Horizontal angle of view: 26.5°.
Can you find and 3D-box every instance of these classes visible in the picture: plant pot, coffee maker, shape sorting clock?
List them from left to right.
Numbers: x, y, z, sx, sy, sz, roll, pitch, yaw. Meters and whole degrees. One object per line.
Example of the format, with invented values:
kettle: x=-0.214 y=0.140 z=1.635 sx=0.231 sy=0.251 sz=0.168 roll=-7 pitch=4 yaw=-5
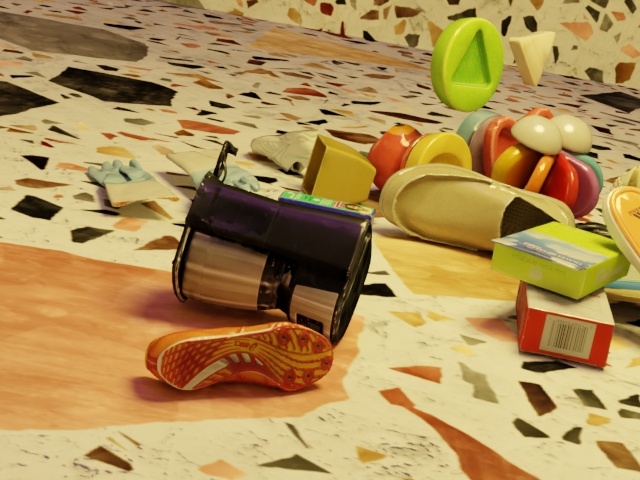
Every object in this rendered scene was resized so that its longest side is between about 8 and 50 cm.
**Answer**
coffee maker: x=-0.040 y=0.000 z=1.350 sx=0.178 sy=0.171 sz=0.120 roll=14 pitch=0 yaw=8
plant pot: x=0.029 y=-0.092 z=1.883 sx=0.083 sy=0.081 sz=0.081 roll=14 pitch=15 yaw=-14
shape sorting clock: x=0.370 y=0.050 z=1.664 sx=0.206 sy=0.040 sz=0.206 roll=6 pitch=16 yaw=-2

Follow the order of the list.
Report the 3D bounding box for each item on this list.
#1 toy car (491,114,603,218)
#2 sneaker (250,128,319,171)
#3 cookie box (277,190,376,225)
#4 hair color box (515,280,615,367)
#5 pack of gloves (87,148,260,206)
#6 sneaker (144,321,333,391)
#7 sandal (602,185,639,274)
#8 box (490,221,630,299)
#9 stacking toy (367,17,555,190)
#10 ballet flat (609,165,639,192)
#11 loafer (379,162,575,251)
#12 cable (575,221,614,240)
toy car: x=0.328 y=-0.085 z=1.912 sx=0.182 sy=0.159 sz=0.136 roll=-6 pitch=36 yaw=-46
sneaker: x=-0.055 y=-0.130 z=2.013 sx=0.054 sy=0.061 sz=0.152 roll=-11 pitch=6 yaw=-35
cookie box: x=0.000 y=0.000 z=1.516 sx=0.107 sy=0.091 sz=0.040 roll=12 pitch=13 yaw=6
hair color box: x=0.263 y=0.080 z=1.476 sx=0.093 sy=0.053 sz=0.167 roll=12 pitch=17 yaw=4
pack of gloves: x=-0.191 y=-0.066 z=1.753 sx=0.195 sy=0.046 sz=0.232 roll=-7 pitch=18 yaw=-17
sneaker: x=-0.070 y=0.097 z=1.195 sx=0.175 sy=0.064 sz=0.067 roll=5 pitch=7 yaw=-28
sandal: x=0.404 y=0.035 z=1.468 sx=0.102 sy=0.076 sz=0.265 roll=-26 pitch=69 yaw=-27
box: x=0.268 y=0.020 z=1.507 sx=0.109 sy=0.042 sz=0.178 roll=19 pitch=17 yaw=28
stacking toy: x=0.202 y=-0.186 z=1.971 sx=0.130 sy=0.279 sz=0.309 roll=17 pitch=15 yaw=43
ballet flat: x=0.505 y=-0.074 z=2.118 sx=0.091 sy=0.077 sz=0.241 roll=9 pitch=15 yaw=0
loafer: x=0.211 y=-0.036 z=1.755 sx=0.269 sy=0.101 sz=0.092 roll=8 pitch=10 yaw=-9
cable: x=0.414 y=-0.004 z=1.871 sx=0.185 sy=0.047 sz=0.150 roll=14 pitch=16 yaw=14
